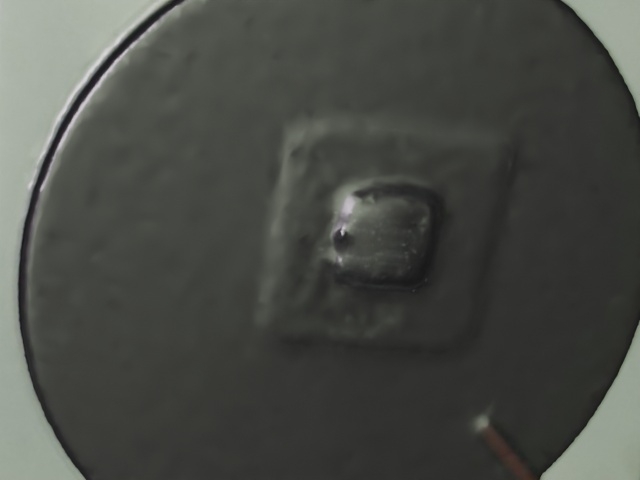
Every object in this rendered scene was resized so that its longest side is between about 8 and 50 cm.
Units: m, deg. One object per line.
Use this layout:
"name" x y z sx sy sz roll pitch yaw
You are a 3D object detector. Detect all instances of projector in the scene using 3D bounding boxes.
"projector" 0.000 0.000 0.694 0.257 0.079 0.259 2 105 -19
